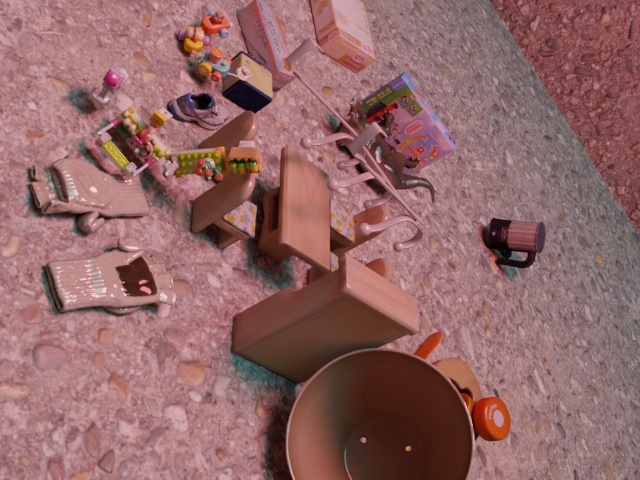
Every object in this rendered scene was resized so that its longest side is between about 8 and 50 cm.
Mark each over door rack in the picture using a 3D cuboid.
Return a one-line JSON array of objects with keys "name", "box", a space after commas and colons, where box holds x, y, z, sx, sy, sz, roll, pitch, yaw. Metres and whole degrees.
[{"name": "over door rack", "box": [0.044, -0.137, 1.395, 0.239, 0.108, 0.324, 57, 0, 34]}]

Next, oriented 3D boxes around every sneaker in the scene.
[{"name": "sneaker", "box": [-0.204, -0.236, 1.540, 0.135, 0.058, 0.052, -2, 67, -55]}]

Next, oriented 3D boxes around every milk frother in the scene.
[{"name": "milk frother", "box": [0.527, 0.000, 2.277, 0.143, 0.134, 0.129, -28, 120, -54]}]

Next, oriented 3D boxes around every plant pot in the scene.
[{"name": "plant pot", "box": [0.098, 0.334, 1.371, 0.191, 0.284, 0.284, 73, 4, -66]}]

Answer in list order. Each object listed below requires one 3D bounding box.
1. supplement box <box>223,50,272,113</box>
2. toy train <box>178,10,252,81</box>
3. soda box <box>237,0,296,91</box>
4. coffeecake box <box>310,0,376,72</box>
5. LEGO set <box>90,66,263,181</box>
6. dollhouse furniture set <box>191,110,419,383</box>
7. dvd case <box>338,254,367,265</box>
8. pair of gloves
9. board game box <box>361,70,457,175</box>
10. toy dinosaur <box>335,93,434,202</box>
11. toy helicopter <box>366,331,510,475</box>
[{"name": "supplement box", "box": [-0.142, -0.308, 1.679, 0.083, 0.056, 0.083, 29, 45, -39]}, {"name": "toy train", "box": [-0.194, -0.373, 1.615, 0.125, 0.046, 0.166, -15, 64, -31]}, {"name": "soda box", "box": [-0.112, -0.406, 1.787, 0.058, 0.063, 0.183, 7, 60, -51]}, {"name": "coffeecake box", "box": [0.053, -0.522, 2.092, 0.142, 0.068, 0.186, 21, 49, -45]}, {"name": "LEGO set", "box": [-0.238, -0.141, 1.326, 0.287, 0.132, 0.107, 30, 26, 0]}, {"name": "dollhouse furniture set", "box": [0.000, 0.000, 1.457, 0.362, 0.256, 0.394, 33, 42, -36]}, {"name": "dvd case", "box": [0.075, 0.088, 1.714, 0.087, 0.013, 0.120, 19, 50, -46]}, {"name": "pair of gloves", "box": [-0.311, -0.011, 1.243, 0.204, 0.042, 0.240, 8, 59, -51]}, {"name": "board game box", "box": [0.194, -0.264, 2.004, 0.211, 0.160, 0.039, 51, 35, -14]}, {"name": "toy dinosaur", "box": [0.134, -0.188, 1.938, 0.314, 0.121, 0.160, 57, 45, -14]}, {"name": "toy helicopter", "box": [0.186, 0.325, 1.588, 0.355, 0.140, 0.235, -29, 96, -45]}]
